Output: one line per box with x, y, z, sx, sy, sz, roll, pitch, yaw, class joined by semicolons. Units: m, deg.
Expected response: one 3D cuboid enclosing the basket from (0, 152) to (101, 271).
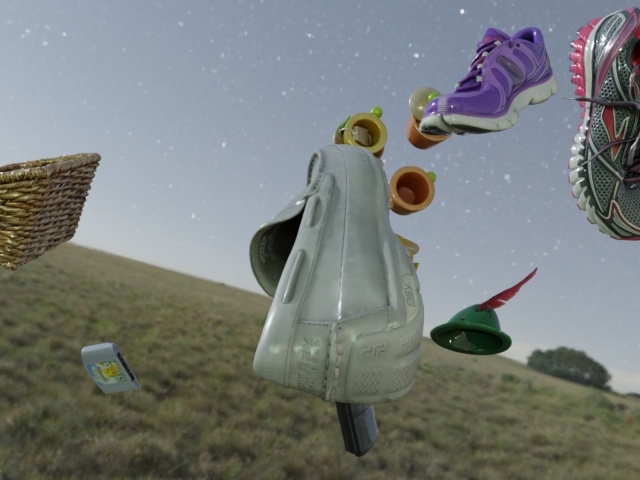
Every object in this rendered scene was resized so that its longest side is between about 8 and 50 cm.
-0.623;-0.108;1.312;0.213;0.223;0.299;24;15;-3;basket

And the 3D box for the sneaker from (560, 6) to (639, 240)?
0.396;-0.145;0.830;0.120;0.300;0.112;-12;8;-19;sneaker

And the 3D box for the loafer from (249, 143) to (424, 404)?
0.000;0.000;0.505;0.111;0.112;0.319;2;25;-5;loafer

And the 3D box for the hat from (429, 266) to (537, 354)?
0.365;0.152;1.483;0.208;0.184;0.173;14;-29;-5;hat

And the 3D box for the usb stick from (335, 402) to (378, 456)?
0.044;0.208;1.019;0.045;0.278;0.077;-2;16;37;usb stick

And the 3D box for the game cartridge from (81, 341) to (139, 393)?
-0.289;0.176;0.874;0.055;0.017;0.083;-10;-58;16;game cartridge

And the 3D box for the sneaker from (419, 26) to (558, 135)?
0.132;-0.131;0.518;0.068;0.071;0.170;5;30;41;sneaker

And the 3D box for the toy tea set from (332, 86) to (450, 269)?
0.098;-0.104;0.961;0.199;0.336;0.124;22;-19;-6;toy tea set
